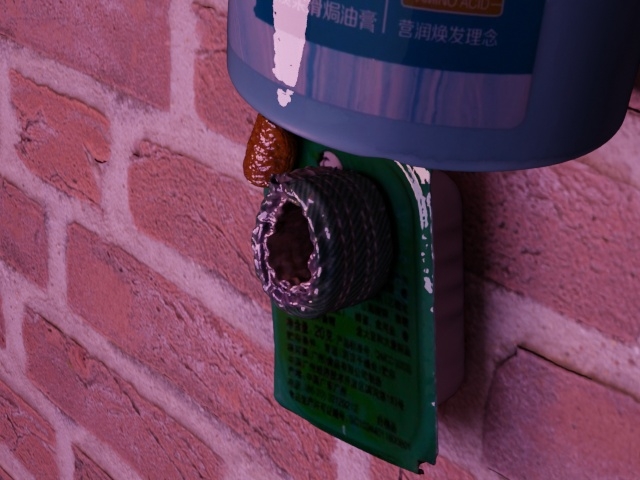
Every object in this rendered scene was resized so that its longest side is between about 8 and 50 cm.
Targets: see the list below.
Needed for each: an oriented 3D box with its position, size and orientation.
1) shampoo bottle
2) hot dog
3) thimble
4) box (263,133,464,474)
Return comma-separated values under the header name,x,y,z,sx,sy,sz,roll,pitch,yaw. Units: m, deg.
name,x,y,z,sx,sy,sz,roll,pitch,yaw
shampoo bottle,0.100,-0.266,0.919,0.331,0.331,0.342,35,129,41
hot dog,-0.052,-0.094,1.243,0.058,0.035,0.083,48,134,33
thimble,0.001,0.002,1.163,0.118,0.090,0.135,29,121,41
box,0.058,0.045,1.264,0.264,0.106,0.336,16,114,48
